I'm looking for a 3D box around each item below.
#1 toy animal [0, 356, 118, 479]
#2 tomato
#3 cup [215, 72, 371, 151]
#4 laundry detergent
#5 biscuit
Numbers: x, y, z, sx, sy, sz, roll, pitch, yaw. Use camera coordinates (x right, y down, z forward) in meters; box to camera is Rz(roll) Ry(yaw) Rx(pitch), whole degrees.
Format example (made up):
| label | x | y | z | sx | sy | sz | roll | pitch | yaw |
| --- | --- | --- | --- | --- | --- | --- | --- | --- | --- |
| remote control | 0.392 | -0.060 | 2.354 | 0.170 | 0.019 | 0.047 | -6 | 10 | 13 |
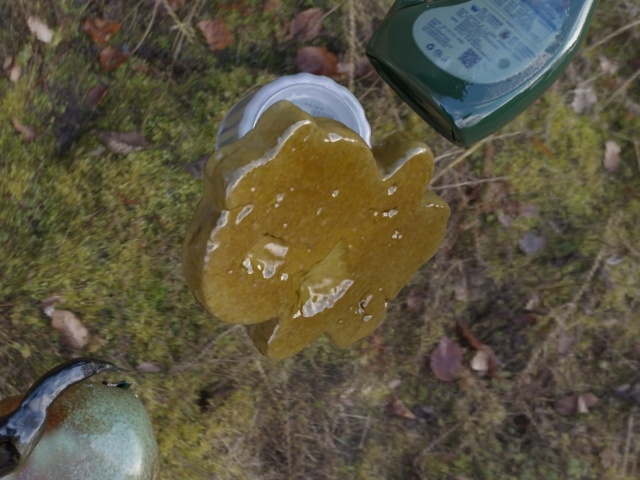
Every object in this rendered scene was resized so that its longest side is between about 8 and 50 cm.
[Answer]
| label | x | y | z | sx | sy | sz | roll | pitch | yaw |
| --- | --- | --- | --- | --- | --- | --- | --- | --- | --- |
| toy animal | -0.237 | 0.146 | 0.621 | 0.197 | 0.273 | 0.160 | -12 | 117 | -41 |
| tomato | -0.388 | 0.358 | 1.350 | 0.304 | 0.303 | 0.239 | -8 | 56 | -22 |
| cup | -0.009 | -0.101 | 1.057 | 0.221 | 0.202 | 0.166 | 20 | 88 | -11 |
| laundry detergent | 0.143 | -0.180 | 0.678 | 0.211 | 0.063 | 0.137 | -44 | 68 | -3 |
| biscuit | -0.002 | -0.002 | 0.588 | 0.184 | 0.035 | 0.249 | -55 | 147 | 10 |
